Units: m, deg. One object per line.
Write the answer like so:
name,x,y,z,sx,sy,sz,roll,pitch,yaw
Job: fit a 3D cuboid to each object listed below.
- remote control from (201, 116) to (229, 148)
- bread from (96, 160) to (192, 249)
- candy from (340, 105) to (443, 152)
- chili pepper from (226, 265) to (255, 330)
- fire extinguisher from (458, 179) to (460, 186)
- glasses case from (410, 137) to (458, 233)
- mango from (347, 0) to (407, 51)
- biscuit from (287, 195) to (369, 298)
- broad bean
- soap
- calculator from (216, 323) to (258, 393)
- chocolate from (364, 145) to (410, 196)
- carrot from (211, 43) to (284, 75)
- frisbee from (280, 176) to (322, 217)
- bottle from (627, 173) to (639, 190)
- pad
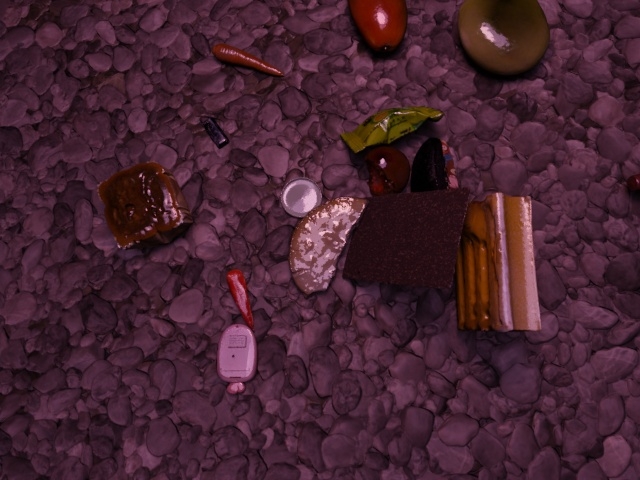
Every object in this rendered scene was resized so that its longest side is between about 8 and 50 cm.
remote control,-0.290,-0.298,1.264,0.039,0.014,0.096,-35,76,-3
bread,-0.452,-0.089,1.181,0.192,0.110,0.210,-24,77,0
candy,0.177,-0.295,1.168,0.246,0.149,0.069,-25,117,4
chili pepper,-0.199,0.144,1.150,0.045,0.027,0.178,-19,78,-1
fire extinguisher,0.325,-0.119,1.168,0.083,0.025,0.038,-31,114,-3
glasses case,0.267,-0.102,1.080,0.082,0.122,0.321,9,57,-12
mango,0.146,-0.644,1.252,0.146,0.129,0.289,-22,68,-2
biscuit,0.000,0.000,1.142,0.141,0.038,0.290,27,87,1
broad bean,0.476,-0.569,1.210,0.237,0.119,0.291,-14,79,-8
soap,0.377,0.059,1.007,0.142,0.259,0.282,3,80,-1
calculator,-0.204,0.287,1.119,0.103,0.024,0.166,-2,76,4
chocolate,0.161,-0.172,1.139,0.124,0.133,0.127,26,83,6
carrot,-0.202,-0.503,1.291,0.216,0.048,0.048,20,80,4
frisbee,-0.050,-0.112,1.202,0.110,0.014,0.110,-1,77,3
bottle,0.861,-0.154,1.090,0.244,0.104,0.104,-8,77,3
pad,0.181,-0.007,1.044,0.004,0.330,0.220,23,78,-36
